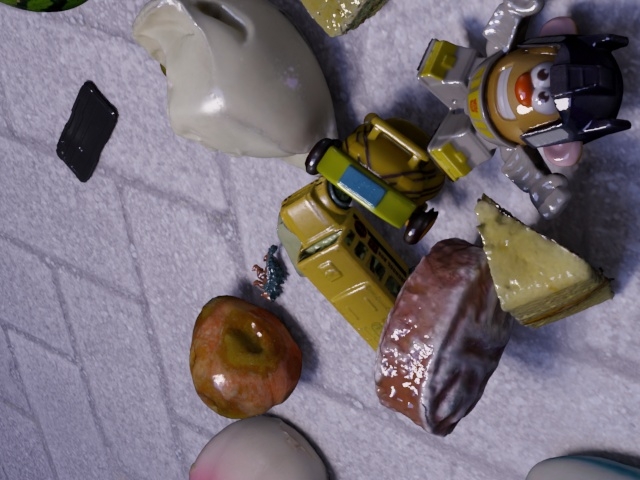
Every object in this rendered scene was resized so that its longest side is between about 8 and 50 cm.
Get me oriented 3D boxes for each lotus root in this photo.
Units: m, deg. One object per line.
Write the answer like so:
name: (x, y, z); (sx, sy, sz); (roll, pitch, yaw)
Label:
lotus root: (-0.003, 0.000, 1.862); (0.144, 0.070, 0.143); (-13, 110, 49)

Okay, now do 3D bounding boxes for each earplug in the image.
earplug: (0.445, 0.403, 1.658); (0.324, 0.185, 0.185); (14, 129, 48)

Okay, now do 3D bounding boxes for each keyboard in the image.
keyboard: (-0.471, -0.215, 2.217); (0.106, 0.016, 0.262); (48, 142, 5)

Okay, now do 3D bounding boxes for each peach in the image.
peach: (-0.156, 0.216, 2.084); (0.214, 0.214, 0.235); (-27, 92, 52)

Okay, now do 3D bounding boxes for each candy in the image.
candy: (0.185, 0.134, 1.624); (0.157, 0.214, 0.290); (23, 92, 32)

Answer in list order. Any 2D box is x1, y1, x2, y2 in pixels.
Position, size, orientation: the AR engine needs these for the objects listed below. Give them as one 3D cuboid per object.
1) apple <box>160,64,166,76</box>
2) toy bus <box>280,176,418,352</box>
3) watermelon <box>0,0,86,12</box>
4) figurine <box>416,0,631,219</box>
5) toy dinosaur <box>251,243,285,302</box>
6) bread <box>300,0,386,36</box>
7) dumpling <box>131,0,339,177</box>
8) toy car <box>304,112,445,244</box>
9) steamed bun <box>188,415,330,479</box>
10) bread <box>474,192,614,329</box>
apple: (-0.225, -0.303, 1.848); (0.089, 0.074, 0.090); (8, 104, 35)
toy bus: (0.068, 0.057, 1.747); (0.121, 0.123, 0.335); (-28, 113, 38)
watermelon: (-0.446, -0.500, 1.741); (0.285, 0.285, 0.285); (27, 136, 29)
figurine: (0.260, -0.183, 1.384); (0.308, 0.143, 0.308); (26, 134, 31)
toy dinosaur: (-0.092, 0.061, 2.018); (0.055, 0.049, 0.154); (36, 145, 24)
bread: (0.019, -0.392, 1.502); (0.196, 0.102, 0.138); (50, 140, 7)
dumpling: (-0.130, -0.237, 1.715); (0.395, 0.233, 0.315); (38, 167, -23)
toy car: (0.097, -0.104, 1.577); (0.200, 0.248, 0.142); (36, 99, 4)
steamed bun: (-0.151, 0.528, 2.260); (0.309, 0.309, 0.309); (27, 136, 29)
bread: (0.293, 0.046, 1.468); (0.178, 0.266, 0.142); (17, 88, 26)
